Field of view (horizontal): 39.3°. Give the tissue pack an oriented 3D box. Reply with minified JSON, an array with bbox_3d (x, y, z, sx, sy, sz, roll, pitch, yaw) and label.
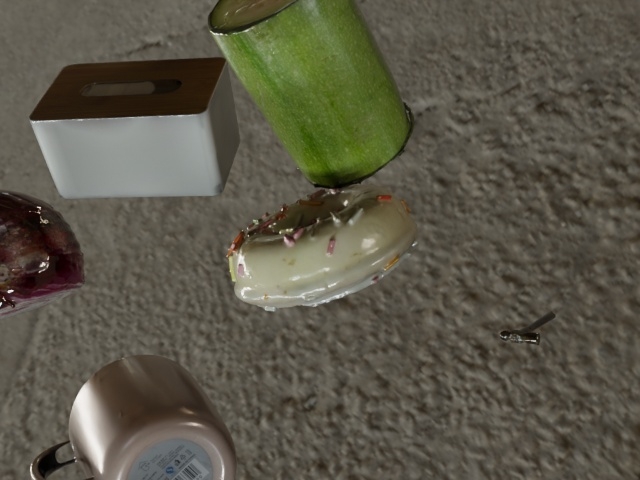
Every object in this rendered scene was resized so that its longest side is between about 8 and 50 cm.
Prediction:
[{"bbox_3d":[-0.251,-0.157,1.261,0.246,0.136,0.159,-2,39,9],"label":"tissue pack"}]

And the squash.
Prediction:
[{"bbox_3d":[-0.008,-0.316,1.681,0.263,0.384,0.263,-21,38,17],"label":"squash"}]

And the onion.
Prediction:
[{"bbox_3d":[-0.632,0.026,1.757,0.337,0.282,0.260,-20,83,21],"label":"onion"}]

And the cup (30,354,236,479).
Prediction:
[{"bbox_3d":[-0.246,0.280,1.170,0.253,0.191,0.200,-16,18,-20],"label":"cup"}]

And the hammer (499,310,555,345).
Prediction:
[{"bbox_3d":[0.361,0.144,1.499,0.065,0.178,0.021,5,100,34],"label":"hammer"}]

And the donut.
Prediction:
[{"bbox_3d":[0.000,0.000,1.727,0.383,0.142,0.382,-18,15,5],"label":"donut"}]
